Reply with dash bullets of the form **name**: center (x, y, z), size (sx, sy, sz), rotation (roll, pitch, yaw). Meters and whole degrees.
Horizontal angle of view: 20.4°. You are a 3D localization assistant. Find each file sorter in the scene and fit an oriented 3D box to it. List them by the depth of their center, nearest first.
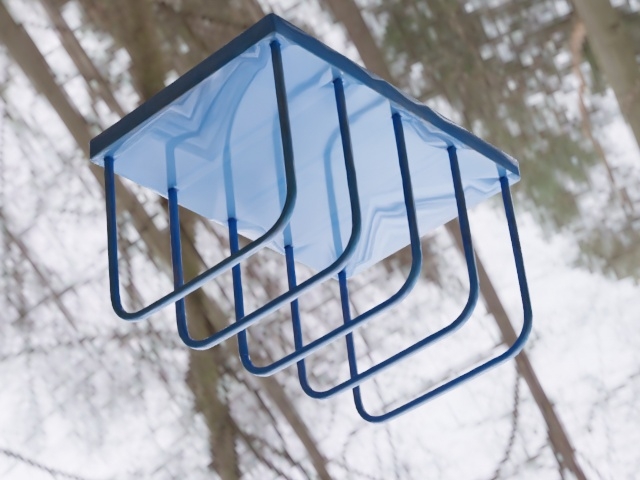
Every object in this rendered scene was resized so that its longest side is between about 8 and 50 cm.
- **file sorter**: center (0.000, 0.000, 0.798), size (0.118, 0.170, 0.105), rotation (-31, -131, 32)
